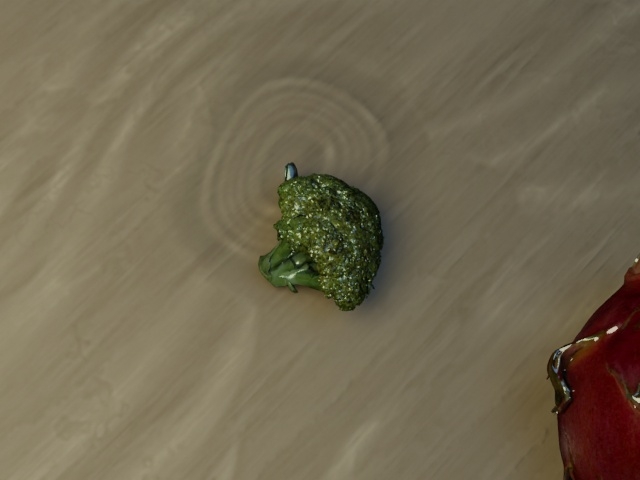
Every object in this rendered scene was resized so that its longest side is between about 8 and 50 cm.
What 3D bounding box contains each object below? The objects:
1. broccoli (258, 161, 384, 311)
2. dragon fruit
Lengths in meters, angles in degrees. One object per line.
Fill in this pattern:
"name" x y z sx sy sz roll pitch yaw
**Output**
"broccoli" 0.000 0.000 1.530 0.120 0.130 0.131 -35 120 17
"dragon fruit" 0.327 0.149 1.522 0.250 0.250 0.315 44 81 -1
